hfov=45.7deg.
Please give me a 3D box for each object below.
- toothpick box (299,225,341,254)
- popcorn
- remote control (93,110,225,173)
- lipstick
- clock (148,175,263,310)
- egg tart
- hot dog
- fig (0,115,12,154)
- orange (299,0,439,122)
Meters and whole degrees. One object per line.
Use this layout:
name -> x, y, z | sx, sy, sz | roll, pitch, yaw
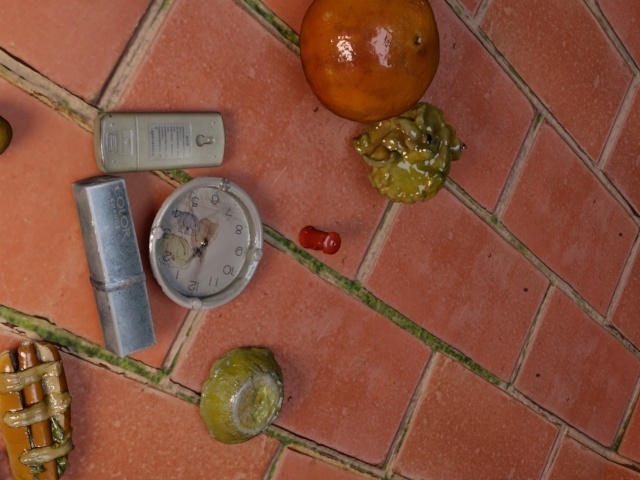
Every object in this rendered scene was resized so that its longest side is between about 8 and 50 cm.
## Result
toothpick box -> 0.000, 0.000, 1.486 | 0.047, 0.083, 0.047 | -10, 106, -37
popcorn -> 0.181, -0.183, 1.545 | 0.189, 0.169, 0.218 | 33, 71, -40
remote control -> -0.264, -0.166, 1.267 | 0.233, 0.038, 0.098 | -9, 104, -39
lipstick -> -0.331, 0.038, 1.224 | 0.077, 0.076, 0.290 | -18, 109, -35
clock -> -0.205, 0.003, 1.337 | 0.236, 0.053, 0.237 | -10, 106, -40
egg tart -> -0.135, 0.299, 1.437 | 0.197, 0.078, 0.197 | -11, 108, -38
hot dog -> -0.442, 0.279, 1.183 | 0.109, 0.072, 0.270 | -14, 106, -35
fig -> -0.479, -0.144, 1.073 | 0.074, 0.074, 0.088 | 22, 100, -40
orange -> 0.095, -0.361, 1.409 | 0.283, 0.226, 0.284 | -13, 109, -42
